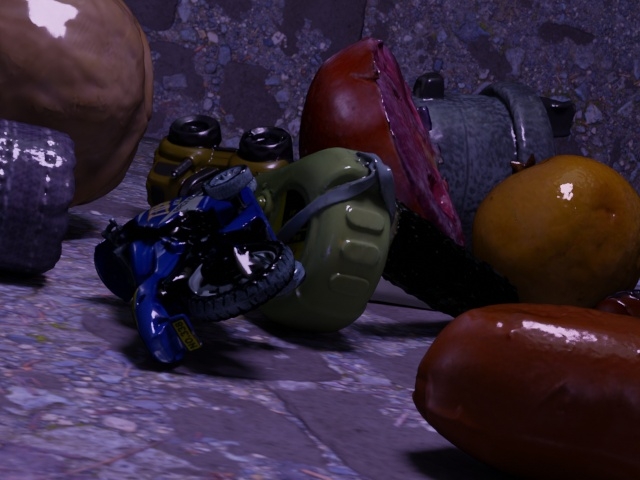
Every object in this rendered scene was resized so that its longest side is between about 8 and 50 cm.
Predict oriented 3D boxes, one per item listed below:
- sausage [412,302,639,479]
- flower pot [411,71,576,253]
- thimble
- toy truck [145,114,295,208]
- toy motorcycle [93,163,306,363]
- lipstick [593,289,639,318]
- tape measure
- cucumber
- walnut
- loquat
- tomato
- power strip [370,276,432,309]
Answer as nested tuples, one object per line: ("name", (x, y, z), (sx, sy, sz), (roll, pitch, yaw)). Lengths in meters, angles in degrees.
("sausage", (0.193, 0.110, 0.872), (0.258, 0.133, 0.133), (12, 7, 0))
("flower pot", (0.233, -0.113, 1.971), (0.283, 0.299, 0.299), (2, 9, -14))
("thimble", (-0.288, -0.040, 1.226), (0.098, 0.150, 0.150), (10, 7, -19))
("toy truck", (-0.139, -0.065, 1.738), (0.224, 0.147, 0.165), (15, 35, 25))
("toy motorcycle", (-0.113, 0.017, 1.121), (0.169, 0.113, 0.315), (-27, 20, -1))
("lipstick", (0.388, 0.089, 1.502), (0.081, 0.081, 0.300), (16, 7, 32))
("tape measure", (0.000, 0.000, 1.228), (0.106, 0.175, 0.200), (15, -19, -31))
("cucumber", (0.135, 0.039, 1.364), (0.303, 0.072, 0.081), (31, 21, -48))
("walnut", (-0.373, -0.178, 1.496), (0.381, 0.381, 0.381), (11, 7, -1))
("loquat", (0.278, 0.000, 1.535), (0.208, 0.208, 0.208), (11, 7, -1))
("tomato", (0.054, -0.102, 1.677), (0.176, 0.334, 0.289), (-20, -22, 11))
("power strip", (0.047, 0.046, 1.495), (0.192, 0.035, 0.081), (9, 7, -21))
